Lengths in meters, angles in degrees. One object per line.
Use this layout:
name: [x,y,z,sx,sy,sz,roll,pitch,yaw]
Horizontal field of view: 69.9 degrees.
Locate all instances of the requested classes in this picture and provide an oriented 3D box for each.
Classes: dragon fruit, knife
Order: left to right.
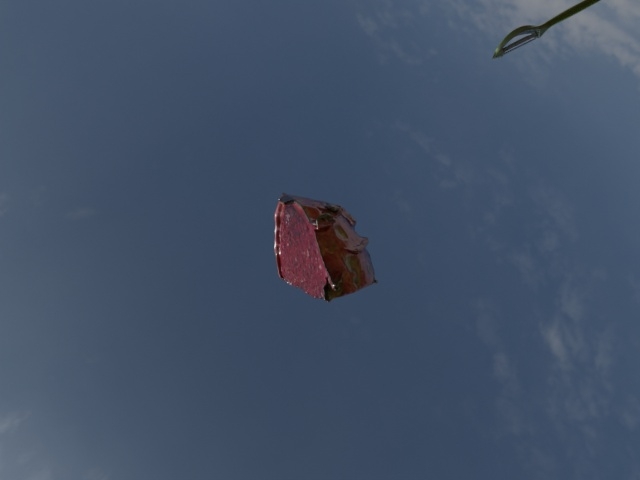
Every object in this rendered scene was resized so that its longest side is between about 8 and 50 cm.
dragon fruit: [0.008,-0.008,0.716,0.126,0.274,0.161,-17,-82,-18]
knife: [0.306,-0.292,0.614,0.184,0.022,0.026,-28,-67,-4]
